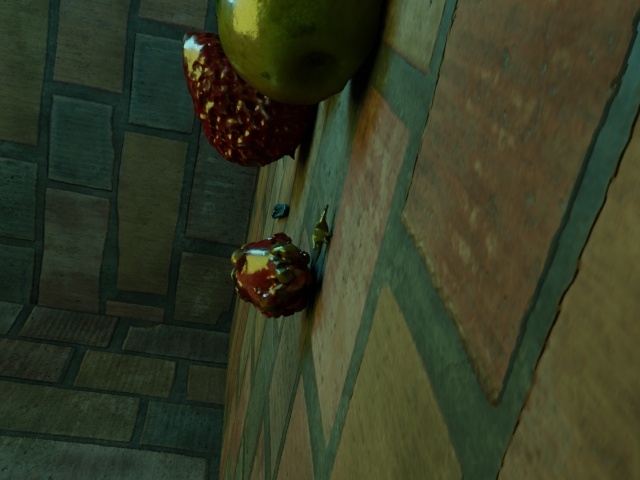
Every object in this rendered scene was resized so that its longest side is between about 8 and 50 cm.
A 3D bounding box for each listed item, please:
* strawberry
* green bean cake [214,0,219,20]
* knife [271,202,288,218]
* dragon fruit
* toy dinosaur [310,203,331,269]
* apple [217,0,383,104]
[{"bbox_3d":[-0.168,-0.302,1.569,0.292,0.310,0.291,-171,90,-76],"label":"strawberry"},{"bbox_3d":[-0.157,-0.656,1.615,0.247,0.156,0.249,93,-176,-51],"label":"green bean cake"},{"bbox_3d":[-0.109,-0.080,1.856,0.296,0.026,0.044,180,111,-82],"label":"knife"},{"bbox_3d":[-0.070,0.054,1.134,0.133,0.150,0.208,-50,10,-10],"label":"dragon fruit"},{"bbox_3d":[0.000,0.000,1.061,0.041,0.026,0.113,-97,15,-67],"label":"toy dinosaur"},{"bbox_3d":[-0.017,-0.305,0.994,0.226,0.246,0.246,-116,32,-43],"label":"apple"}]
